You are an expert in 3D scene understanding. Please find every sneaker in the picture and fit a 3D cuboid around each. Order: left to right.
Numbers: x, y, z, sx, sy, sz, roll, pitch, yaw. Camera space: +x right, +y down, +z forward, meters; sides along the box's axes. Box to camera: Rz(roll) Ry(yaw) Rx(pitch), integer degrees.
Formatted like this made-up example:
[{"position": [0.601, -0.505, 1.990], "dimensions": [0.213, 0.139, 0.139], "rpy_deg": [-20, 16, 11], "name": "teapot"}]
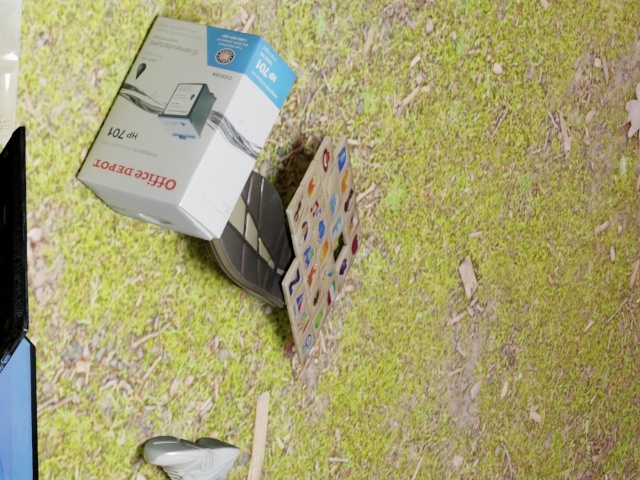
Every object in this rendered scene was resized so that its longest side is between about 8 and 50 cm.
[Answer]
[{"position": [-0.143, 0.250, 1.804], "dimensions": [0.152, 0.054, 0.061], "rpy_deg": [16, 91, -57], "name": "sneaker"}]

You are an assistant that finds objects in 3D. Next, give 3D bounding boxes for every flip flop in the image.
[{"position": [-0.082, 0.001, 1.788], "dimensions": [0.277, 0.080, 0.112], "rpy_deg": [50, 56, -68], "name": "flip flop"}]

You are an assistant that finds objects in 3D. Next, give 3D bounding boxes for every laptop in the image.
[{"position": [-0.253, 0.084, 1.404], "dimensions": [0.136, 0.234, 0.264], "rpy_deg": [17, 130, -27], "name": "laptop"}]

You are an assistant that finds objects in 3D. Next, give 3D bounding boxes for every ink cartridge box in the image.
[{"position": [-0.131, -0.112, 1.608], "dimensions": [0.082, 0.139, 0.190], "rpy_deg": [46, 64, -53], "name": "ink cartridge box"}]

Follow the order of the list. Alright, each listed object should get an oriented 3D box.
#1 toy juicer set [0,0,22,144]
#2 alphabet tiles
[{"position": [-0.326, -0.082, 1.360], "dimensions": [0.329, 0.089, 0.209], "rpy_deg": [-43, 144, -34], "name": "toy juicer set"}, {"position": [0.000, 0.000, 1.885], "dimensions": [0.237, 0.009, 0.198], "rpy_deg": [79, 30, -50], "name": "alphabet tiles"}]
